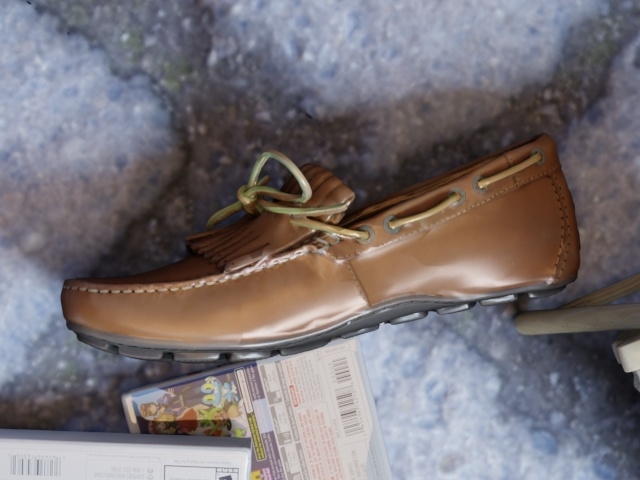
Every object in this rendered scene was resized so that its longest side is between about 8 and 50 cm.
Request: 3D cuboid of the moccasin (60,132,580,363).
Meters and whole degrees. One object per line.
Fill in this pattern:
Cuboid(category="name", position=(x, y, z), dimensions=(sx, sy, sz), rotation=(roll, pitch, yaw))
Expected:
Cuboid(category="moccasin", position=(0.000, 0.000, 1.429), dimensions=(0.380, 0.139, 0.147), rotation=(-12, 95, -7))

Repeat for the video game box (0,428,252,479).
Cuboid(category="video game box", position=(-0.153, 0.234, 1.457), dimensions=(0.205, 0.048, 0.187), rotation=(3, 95, 1))

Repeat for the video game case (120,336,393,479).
Cuboid(category="video game case", position=(-0.037, 0.187, 1.499), dimensions=(0.183, 0.023, 0.201), rotation=(-14, 98, -7))

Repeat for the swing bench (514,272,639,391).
Cuboid(category="swing bench", position=(0.288, 0.147, 1.418), dimensions=(0.165, 0.255, 0.253), rotation=(-23, 98, -9))
